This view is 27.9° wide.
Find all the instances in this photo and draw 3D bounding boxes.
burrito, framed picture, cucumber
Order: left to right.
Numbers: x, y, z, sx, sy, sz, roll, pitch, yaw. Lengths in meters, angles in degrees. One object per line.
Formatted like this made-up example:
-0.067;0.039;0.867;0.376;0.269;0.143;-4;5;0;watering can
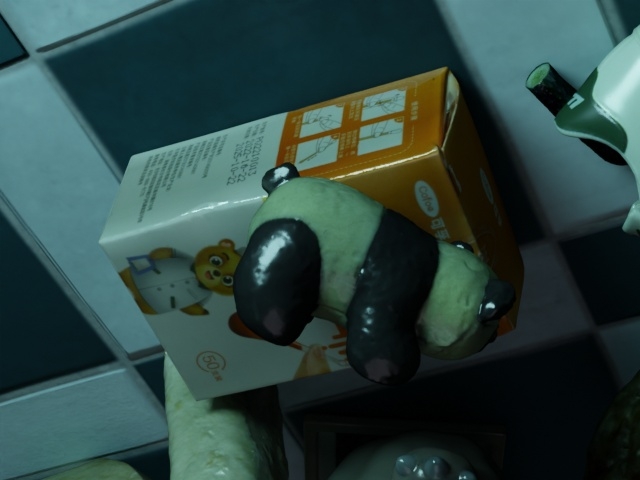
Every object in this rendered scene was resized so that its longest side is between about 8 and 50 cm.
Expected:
-0.086;0.225;1.313;0.105;0.299;0.143;-37;129;21;burrito
0.094;0.324;1.535;0.232;0.024;0.315;3;130;5;framed picture
0.238;-0.107;1.164;0.133;0.032;0.032;39;124;-23;cucumber

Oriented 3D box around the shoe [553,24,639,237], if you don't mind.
0.348;-0.016;1.097;0.160;0.132;0.363;-38;92;23;shoe

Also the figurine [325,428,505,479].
0.142;0.338;1.417;0.248;0.203;0.380;-23;134;31;figurine

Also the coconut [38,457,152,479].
-0.259;0.379;1.515;0.259;0.259;0.259;4;129;5;coconut

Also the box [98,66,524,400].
0.000;0.000;1.217;0.341;0.143;0.225;-14;125;17;box

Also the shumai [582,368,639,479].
0.474;0.265;1.222;0.395;0.395;0.348;-16;123;20;shumai

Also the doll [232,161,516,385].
0.040;0.037;1.060;0.234;0.143;0.135;25;99;0;doll
